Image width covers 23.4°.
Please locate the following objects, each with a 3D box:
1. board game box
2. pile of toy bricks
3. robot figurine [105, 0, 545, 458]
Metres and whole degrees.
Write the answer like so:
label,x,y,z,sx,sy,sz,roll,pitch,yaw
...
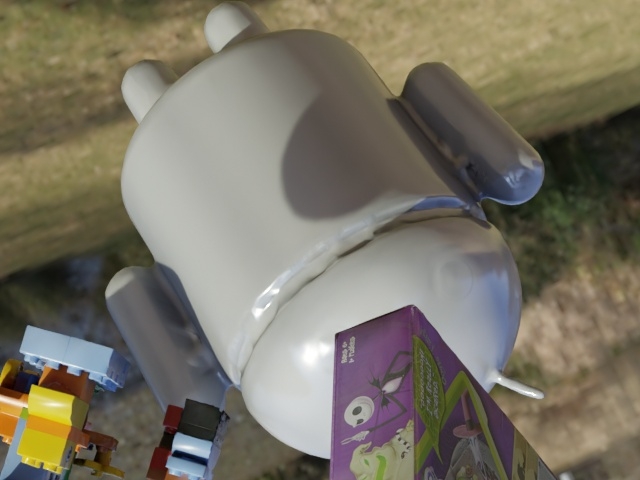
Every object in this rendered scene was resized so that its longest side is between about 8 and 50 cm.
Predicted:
label,x,y,z,sx,sy,sz,roll,pitch,yaw
board game box,0.070,0.219,0.616,0.056,0.347,0.208,-18,132,20
pile of toy bricks,-0.109,0.097,0.591,0.118,0.105,0.212,15,168,7
robot figurine,0.000,0.000,1.032,0.300,0.353,0.200,-36,151,4
